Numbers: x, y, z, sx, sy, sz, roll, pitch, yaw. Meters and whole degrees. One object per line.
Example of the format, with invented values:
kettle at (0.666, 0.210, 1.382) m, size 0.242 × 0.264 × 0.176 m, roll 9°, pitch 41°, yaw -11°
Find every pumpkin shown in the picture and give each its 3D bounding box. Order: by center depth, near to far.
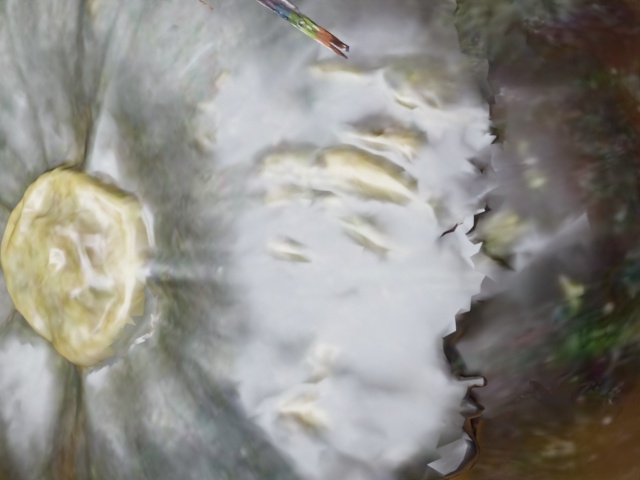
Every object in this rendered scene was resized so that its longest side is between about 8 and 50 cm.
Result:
pumpkin at (0.000, 0.000, 0.911) m, size 0.454 × 0.344 × 0.454 m, roll 8°, pitch 102°, yaw 42°

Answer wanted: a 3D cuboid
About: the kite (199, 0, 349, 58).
kite at (-0.091, -0.134, 0.664) m, size 0.244 × 0.198 × 0.006 m, roll 33°, pitch 83°, yaw 8°
